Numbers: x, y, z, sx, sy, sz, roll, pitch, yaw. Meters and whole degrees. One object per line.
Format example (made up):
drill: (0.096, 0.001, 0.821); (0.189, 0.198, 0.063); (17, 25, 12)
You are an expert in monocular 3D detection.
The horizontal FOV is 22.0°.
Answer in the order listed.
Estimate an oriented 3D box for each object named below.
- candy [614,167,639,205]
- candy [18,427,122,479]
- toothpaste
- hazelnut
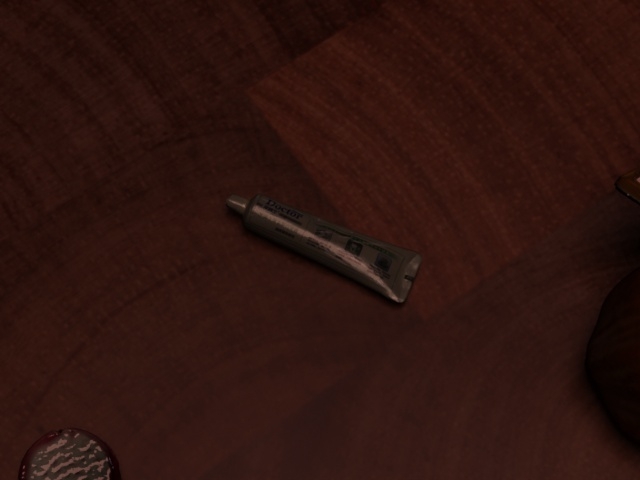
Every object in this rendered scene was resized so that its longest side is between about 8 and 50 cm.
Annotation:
candy: (0.417, -0.067, 1.720); (0.143, 0.101, 0.271); (30, 40, 24)
candy: (-0.250, 0.238, 1.638); (0.103, 0.043, 0.103); (1, 68, -2)
toothpaste: (0.000, 0.000, 1.752); (0.218, 0.041, 0.064); (23, 63, 3)
hazelnut: (0.373, 0.113, 1.646); (0.210, 0.186, 0.210); (2, 81, -14)
